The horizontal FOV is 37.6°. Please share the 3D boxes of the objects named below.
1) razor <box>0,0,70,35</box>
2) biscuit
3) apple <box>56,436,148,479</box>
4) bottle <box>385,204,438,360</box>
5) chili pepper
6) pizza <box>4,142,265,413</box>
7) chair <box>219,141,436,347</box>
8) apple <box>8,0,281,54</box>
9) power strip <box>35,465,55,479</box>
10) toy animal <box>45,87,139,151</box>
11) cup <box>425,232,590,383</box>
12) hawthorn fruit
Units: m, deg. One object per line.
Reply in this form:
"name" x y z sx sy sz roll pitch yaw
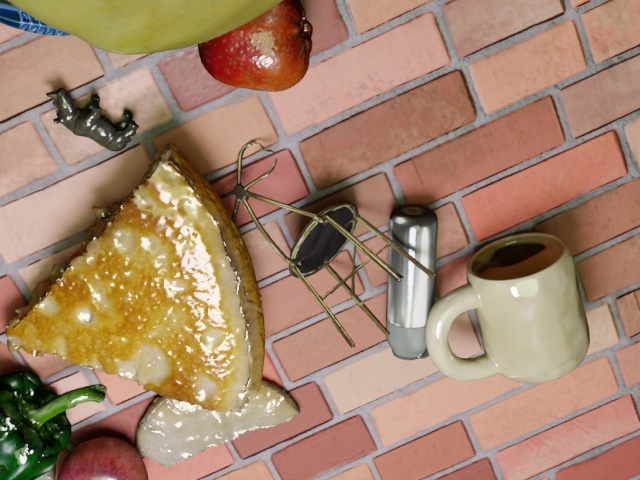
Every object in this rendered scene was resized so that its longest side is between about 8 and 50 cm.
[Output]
"razor" -0.466 -0.316 1.283 0.253 0.042 0.082 7 132 -14
"biscuit" -0.187 0.288 1.581 0.289 0.038 0.141 -19 114 -1
"apple" -0.357 0.396 1.552 0.153 0.120 0.154 3 117 6
"bottle" 0.153 0.072 1.520 0.079 0.096 0.254 -25 123 -47
"chili pepper" -0.463 0.286 1.472 0.261 0.174 0.165 -42 87 10
"pizza" -0.297 0.079 1.441 0.405 0.130 0.440 -10 112 10
"chair" 0.000 0.000 1.445 0.325 0.170 0.160 42 110 23
"apple" -0.183 -0.440 1.062 0.473 0.474 0.474 -3 113 -8
"power strip" -0.500 0.489 1.607 0.078 0.052 0.272 6 112 -12
"toy animal" -0.335 -0.177 1.360 0.135 0.047 0.065 27 114 -24
"cup" 0.309 0.131 1.500 0.255 0.173 0.202 -33 117 -32
"hawthorn fruit" -0.109 -0.285 1.306 0.193 0.157 0.157 4 113 10
